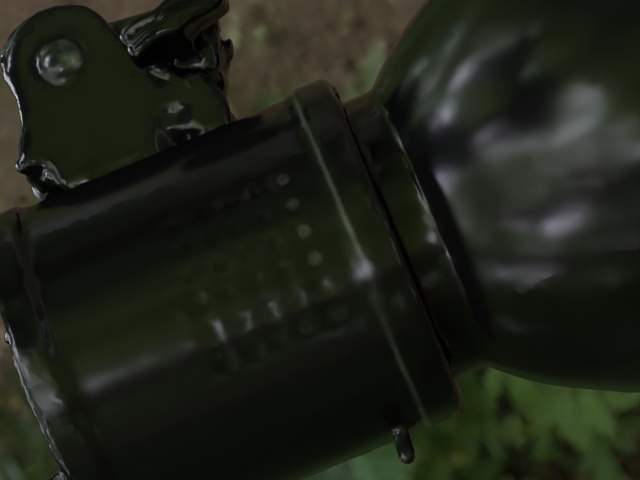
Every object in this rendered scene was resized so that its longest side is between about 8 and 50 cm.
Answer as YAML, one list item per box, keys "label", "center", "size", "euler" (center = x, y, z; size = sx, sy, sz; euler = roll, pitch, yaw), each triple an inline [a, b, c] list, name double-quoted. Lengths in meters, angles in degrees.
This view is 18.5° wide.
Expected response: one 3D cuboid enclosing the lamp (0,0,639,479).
- label: "lamp"
  center: [0.000, 0.000, 0.524]
  size: [0.147, 0.227, 0.172]
  euler: [67, -179, -81]
